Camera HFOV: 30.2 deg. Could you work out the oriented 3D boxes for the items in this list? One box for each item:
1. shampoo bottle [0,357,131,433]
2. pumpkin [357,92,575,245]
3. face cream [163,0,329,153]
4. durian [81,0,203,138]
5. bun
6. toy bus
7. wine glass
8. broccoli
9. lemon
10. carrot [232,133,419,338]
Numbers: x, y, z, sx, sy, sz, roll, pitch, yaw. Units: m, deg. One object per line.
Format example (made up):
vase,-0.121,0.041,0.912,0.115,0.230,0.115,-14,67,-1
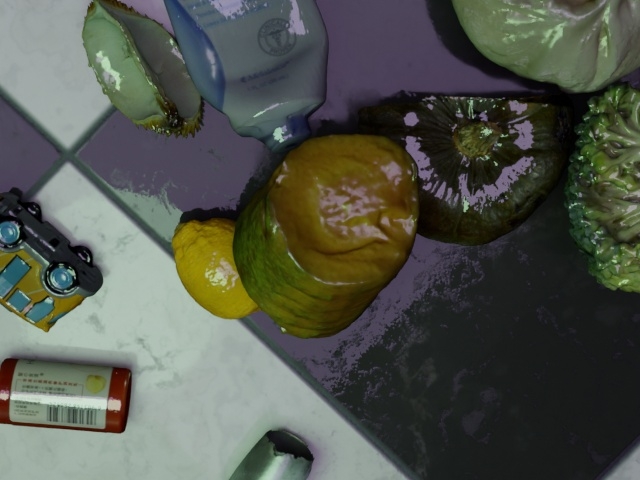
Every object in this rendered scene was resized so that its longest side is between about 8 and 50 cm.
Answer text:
shampoo bottle,-0.439,0.239,1.851,0.278,0.104,0.104,5,98,-5
pumpkin,0.225,-0.107,1.777,0.325,0.242,0.232,-6,90,2
face cream,-0.113,-0.337,1.802,0.235,0.137,0.420,-20,87,1
durian,-0.274,-0.255,1.775,0.144,0.139,0.252,-22,99,4
bun,0.361,-0.406,1.727,0.365,0.219,0.365,1,83,-7
toy bus,-0.448,0.039,1.815,0.209,0.126,0.136,42,102,-9
wine glass,-0.096,0.407,1.893,0.111,0.111,0.204,30,99,-7
broccoli,0.507,-0.084,1.731,0.281,0.348,0.293,7,125,29
lemon,-0.150,0.038,1.823,0.142,0.142,0.187,-45,100,3
carrot,0.000,0.000,1.729,0.241,0.340,0.241,7,66,-16
